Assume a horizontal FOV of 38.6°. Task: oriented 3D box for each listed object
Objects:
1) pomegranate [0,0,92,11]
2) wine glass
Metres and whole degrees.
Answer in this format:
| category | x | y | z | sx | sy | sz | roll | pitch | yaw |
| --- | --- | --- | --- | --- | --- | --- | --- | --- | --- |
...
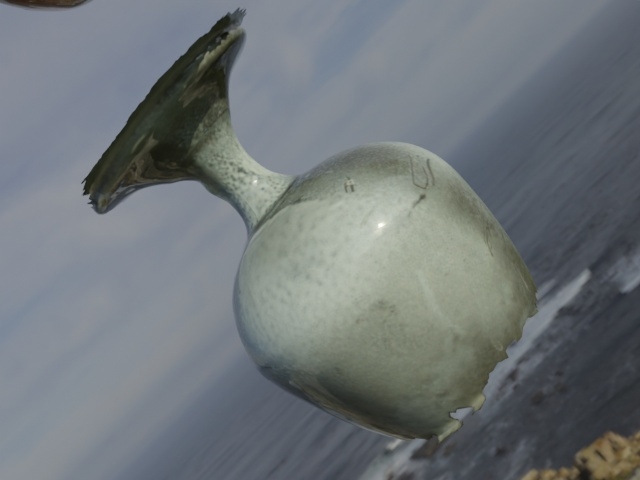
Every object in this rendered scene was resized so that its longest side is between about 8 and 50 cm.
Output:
| category | x | y | z | sx | sy | sz | roll | pitch | yaw |
| --- | --- | --- | --- | --- | --- | --- | --- | --- | --- |
| pomegranate | -0.316 | -0.391 | 1.090 | 0.229 | 0.270 | 0.252 | -54 | 26 | 40 |
| wine glass | 0.000 | 0.000 | 0.726 | 0.238 | 0.323 | 0.238 | -53 | 4 | 6 |
